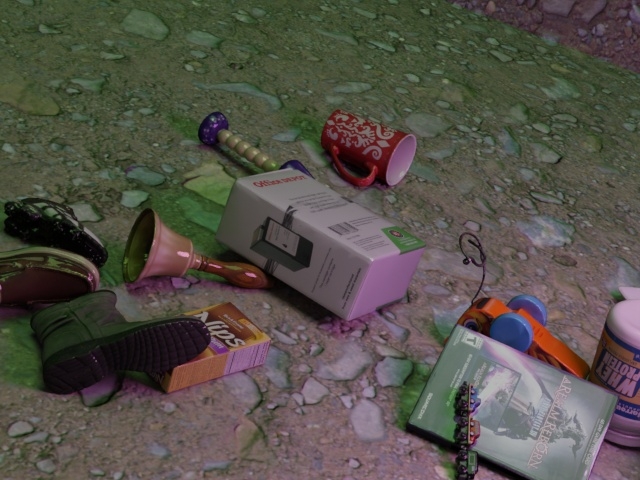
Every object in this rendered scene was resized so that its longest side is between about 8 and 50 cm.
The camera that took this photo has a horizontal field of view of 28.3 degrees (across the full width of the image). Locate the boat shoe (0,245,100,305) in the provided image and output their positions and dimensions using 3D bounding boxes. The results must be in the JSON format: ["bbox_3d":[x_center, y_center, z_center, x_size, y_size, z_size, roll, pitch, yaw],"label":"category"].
[{"bbox_3d":[-0.458,0.066,1.867,0.258,0.095,0.095,3,34,4],"label":"boat shoe"}]

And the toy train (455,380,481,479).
[{"bbox_3d":[0.217,0.278,1.862,0.036,0.027,0.158,7,56,-3],"label":"toy train"}]

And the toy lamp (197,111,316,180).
[{"bbox_3d":[-0.115,-0.156,2.428,0.275,0.080,0.080,37,35,29],"label":"toy lamp"}]

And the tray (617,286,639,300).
[{"bbox_3d":[0.698,0.146,2.390,0.270,0.030,0.145,4,31,-21],"label":"tray"}]

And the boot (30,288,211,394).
[{"bbox_3d":[-0.290,0.119,1.814,0.247,0.083,0.161,-14,38,-8],"label":"boot"}]

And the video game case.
[{"bbox_3d":[0.292,0.258,1.914,0.274,0.026,0.196,23,57,12],"label":"video game case"}]

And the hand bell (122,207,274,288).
[{"bbox_3d":[-0.186,0.038,2.069,0.242,0.126,0.126,16,27,-26],"label":"hand bell"}]

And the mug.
[{"bbox_3d":[0.085,-0.190,2.560,0.169,0.113,0.150,27,29,24],"label":"mug"}]

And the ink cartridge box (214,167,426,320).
[{"bbox_3d":[0.000,0.000,2.154,0.289,0.121,0.211,31,22,23],"label":"ink cartridge box"}]

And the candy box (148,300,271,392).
[{"bbox_3d":[-0.180,0.156,1.897,0.187,0.053,0.109,-12,40,-43],"label":"candy box"}]

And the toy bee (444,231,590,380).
[{"bbox_3d":[0.295,0.149,2.088,0.195,0.162,0.298,-6,61,-48],"label":"toy bee"}]

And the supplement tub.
[{"bbox_3d":[0.500,0.208,1.998,0.144,0.199,0.144,8,26,-4],"label":"supplement tub"}]

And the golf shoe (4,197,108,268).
[{"bbox_3d":[-0.413,-0.023,2.052,0.198,0.077,0.094,28,31,16],"label":"golf shoe"}]
